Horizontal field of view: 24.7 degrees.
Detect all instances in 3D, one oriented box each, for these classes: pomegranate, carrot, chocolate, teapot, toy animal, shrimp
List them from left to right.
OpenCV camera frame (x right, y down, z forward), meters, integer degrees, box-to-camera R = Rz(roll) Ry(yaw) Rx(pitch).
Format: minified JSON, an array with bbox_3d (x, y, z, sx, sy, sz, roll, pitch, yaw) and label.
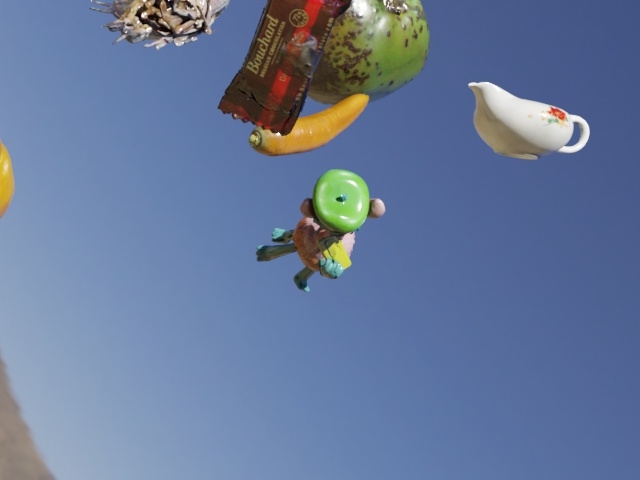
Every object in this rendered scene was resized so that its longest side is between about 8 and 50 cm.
[{"bbox_3d":[-0.225,-0.335,2.108,0.145,0.343,0.117,-12,-81,25],"label":"shrimp"},{"bbox_3d":[-0.033,-0.184,1.417,0.086,0.028,0.182,21,-55,-12],"label":"chocolate"},{"bbox_3d":[-0.006,-0.175,2.265,0.066,0.271,0.062,15,-64,45],"label":"carrot"},{"bbox_3d":[0.000,0.000,1.568,0.100,0.103,0.208,14,-22,-20],"label":"toy animal"},{"bbox_3d":[0.016,-0.348,2.507,0.340,0.285,0.285,-20,-73,51],"label":"pomegranate"},{"bbox_3d":[0.305,-0.166,2.156,0.226,0.092,0.145,11,1,-32],"label":"teapot"}]

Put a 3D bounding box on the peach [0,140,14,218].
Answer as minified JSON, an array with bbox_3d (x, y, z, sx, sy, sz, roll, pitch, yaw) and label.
[{"bbox_3d":[-0.334,-0.067,1.272,0.138,0.138,0.138,47,-18,20],"label":"peach"}]
